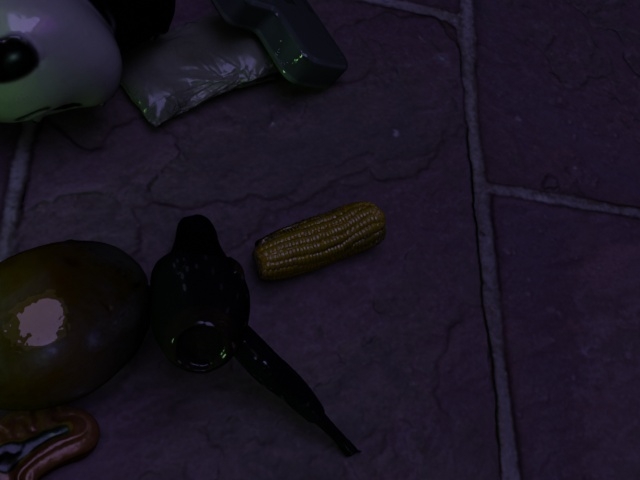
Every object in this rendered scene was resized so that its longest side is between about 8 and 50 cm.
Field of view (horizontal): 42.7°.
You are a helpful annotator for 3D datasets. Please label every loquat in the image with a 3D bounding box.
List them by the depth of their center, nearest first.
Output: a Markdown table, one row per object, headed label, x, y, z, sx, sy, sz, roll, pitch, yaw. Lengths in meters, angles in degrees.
| label | x | y | z | sx | sy | sz | roll | pitch | yaw |
| --- | --- | --- | --- | --- | --- | --- | --- | --- | --- |
| loquat | -0.293 | 0.088 | 0.905 | 0.179 | 0.179 | 0.227 | 47 | 46 | 8 |

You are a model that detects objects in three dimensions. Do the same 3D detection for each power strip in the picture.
| label | x | y | z | sx | sy | sz | roll | pitch | yaw |
| --- | --- | --- | --- | --- | --- | --- | --- | --- | --- |
| power strip | -0.083 | -0.346 | 1.215 | 0.193 | 0.059 | 0.265 | -7 | 62 | -57 |

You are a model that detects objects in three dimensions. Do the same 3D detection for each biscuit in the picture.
| label | x | y | z | sx | sy | sz | roll | pitch | yaw |
| --- | --- | --- | --- | --- | --- | --- | --- | --- | --- |
| biscuit | -0.379 | 0.289 | 0.852 | 0.333 | 0.047 | 0.202 | -13 | 69 | -23 |

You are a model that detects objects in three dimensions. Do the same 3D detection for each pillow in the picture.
| label | x | y | z | sx | sy | sz | roll | pitch | yaw |
| --- | --- | --- | --- | --- | --- | --- | --- | --- | --- |
| pillow | -0.185 | -0.258 | 1.191 | 0.229 | 0.050 | 0.148 | -28 | 69 | -28 |

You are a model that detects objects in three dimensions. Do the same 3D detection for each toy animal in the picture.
| label | x | y | z | sx | sy | sz | roll | pitch | yaw |
| --- | --- | --- | --- | --- | --- | --- | --- | --- | --- |
| toy animal | -0.353 | -0.286 | 1.039 | 0.250 | 0.251 | 0.310 | 32 | 52 | -1 |

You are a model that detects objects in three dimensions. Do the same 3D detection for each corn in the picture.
| label | x | y | z | sx | sy | sz | roll | pitch | yaw |
| --- | --- | --- | --- | --- | --- | --- | --- | --- | --- |
| corn | 0.000 | 0.000 | 1.110 | 0.203 | 0.072 | 0.072 | -21 | 72 | -25 |

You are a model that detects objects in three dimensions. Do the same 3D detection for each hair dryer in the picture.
| label | x | y | z | sx | sy | sz | roll | pitch | yaw |
| --- | --- | --- | --- | --- | --- | --- | --- | --- | --- |
| hair dryer | -0.071 | 0.134 | 0.991 | 0.120 | 0.304 | 0.359 | -38 | 111 | 5 |
